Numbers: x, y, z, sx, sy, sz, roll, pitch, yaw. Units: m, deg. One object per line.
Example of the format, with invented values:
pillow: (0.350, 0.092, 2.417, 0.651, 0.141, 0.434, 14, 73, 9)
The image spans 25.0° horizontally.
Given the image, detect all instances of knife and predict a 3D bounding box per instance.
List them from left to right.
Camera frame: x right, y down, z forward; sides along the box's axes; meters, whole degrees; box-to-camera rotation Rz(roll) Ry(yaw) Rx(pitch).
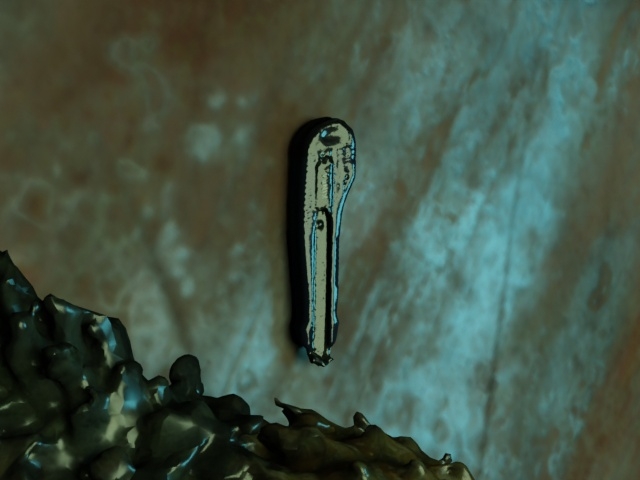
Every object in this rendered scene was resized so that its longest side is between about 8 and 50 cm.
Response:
knife: (0.000, 0.000, 0.697, 0.031, 0.018, 0.121, 2, 89, -35)

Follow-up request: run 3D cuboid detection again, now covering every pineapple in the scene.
pineapple: (-0.027, 0.128, 0.580, 0.362, 0.202, 0.202, 47, 62, -12)
